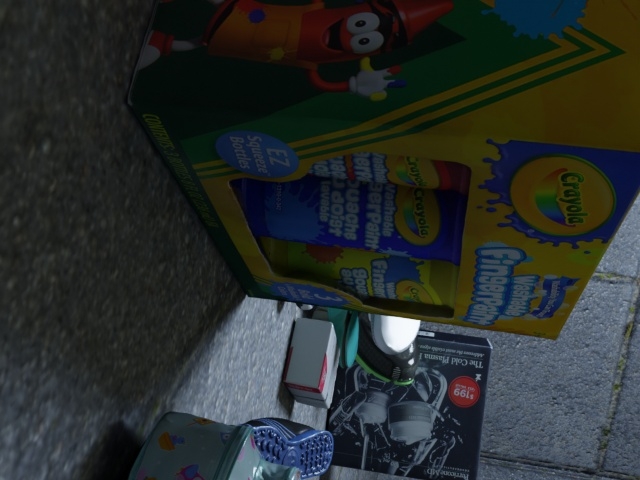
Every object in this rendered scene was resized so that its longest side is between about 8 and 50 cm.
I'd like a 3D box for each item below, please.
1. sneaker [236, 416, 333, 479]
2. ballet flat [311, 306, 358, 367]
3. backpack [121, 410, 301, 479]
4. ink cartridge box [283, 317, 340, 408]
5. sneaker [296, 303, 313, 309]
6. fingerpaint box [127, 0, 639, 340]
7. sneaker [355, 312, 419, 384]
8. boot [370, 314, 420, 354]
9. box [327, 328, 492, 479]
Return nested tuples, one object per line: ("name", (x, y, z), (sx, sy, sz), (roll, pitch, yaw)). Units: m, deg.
("sneaker", (-0.076, 0.258, 0.974), (0.232, 0.090, 0.082), (24, 72, -57))
("ballet flat", (0.026, 0.121, 1.398), (0.083, 0.087, 0.247), (-62, 160, -47))
("backpack", (-0.094, 0.232, 0.653), (0.188, 0.144, 0.166), (77, 28, -55))
("ink cartridge box", (-0.012, 0.204, 1.311), (0.150, 0.063, 0.109), (76, 23, -65))
("sneaker", (0.000, 0.000, 1.183), (0.080, 0.081, 0.211), (63, 35, -73))
("fingerpaint box", (0.077, -0.057, 0.758), (0.445, 0.370, 0.163), (75, 24, -67))
("sneaker", (0.152, 0.060, 1.673), (0.202, 0.185, 0.483), (139, -42, -57))
("boot", (0.112, 0.111, 1.445), (0.095, 0.123, 0.258), (40, 43, -22))
("box", (0.202, 0.364, 1.820), (0.179, 0.342, 0.313), (0, 96, -81))
